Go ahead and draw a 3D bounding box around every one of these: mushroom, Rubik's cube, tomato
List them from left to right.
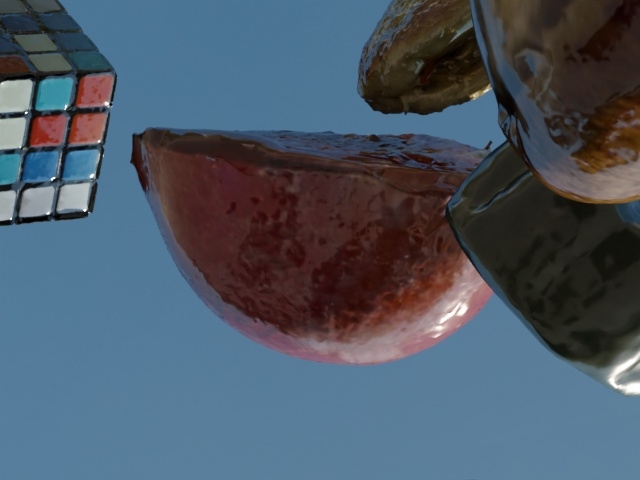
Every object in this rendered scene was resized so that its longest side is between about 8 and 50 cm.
[{"bbox_3d":[-0.287,-0.115,1.568,0.151,0.154,0.155,49,-45,45],"label":"Rubik's cube"},{"bbox_3d":[0.003,0.005,1.301,0.309,0.309,0.170,6,-84,33],"label":"tomato"},{"bbox_3d":[0.137,-0.149,0.820,0.254,0.267,0.267,-10,-115,-17],"label":"mushroom"}]

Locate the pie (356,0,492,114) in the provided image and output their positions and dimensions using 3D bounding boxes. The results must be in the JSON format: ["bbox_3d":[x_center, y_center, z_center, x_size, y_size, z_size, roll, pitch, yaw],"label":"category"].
[{"bbox_3d":[0.108,-0.173,1.313,0.205,0.084,0.179,-38,-159,6],"label":"pie"}]

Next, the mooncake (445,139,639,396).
[{"bbox_3d":[0.164,0.011,1.085,0.104,0.168,0.175,-43,-86,8],"label":"mooncake"}]
